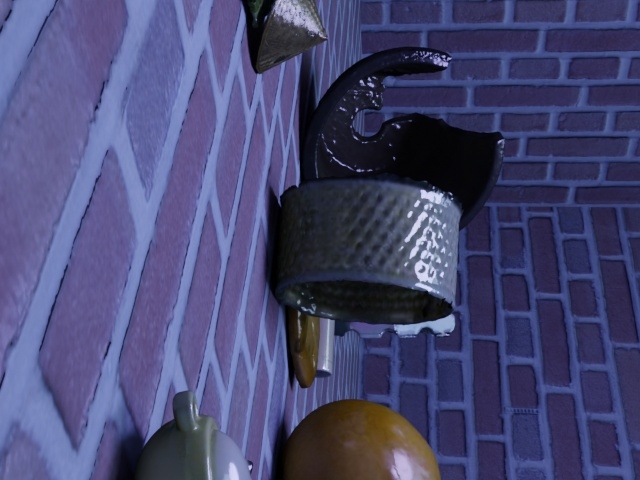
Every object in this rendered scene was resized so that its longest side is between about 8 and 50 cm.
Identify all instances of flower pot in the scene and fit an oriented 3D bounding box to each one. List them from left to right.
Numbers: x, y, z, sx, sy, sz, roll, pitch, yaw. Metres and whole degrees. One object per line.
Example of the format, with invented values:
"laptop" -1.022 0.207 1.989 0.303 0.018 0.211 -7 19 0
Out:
"flower pot" 0.112 -0.182 1.822 0.251 0.380 0.379 -128 -147 -62

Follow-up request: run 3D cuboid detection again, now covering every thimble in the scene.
"thimble" 0.067 0.020 1.398 0.271 0.271 0.150 74 20 -72

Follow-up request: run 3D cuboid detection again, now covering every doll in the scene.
"doll" -0.072 0.246 0.715 0.141 0.117 0.296 -82 171 -72

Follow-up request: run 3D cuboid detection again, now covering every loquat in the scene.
"loquat" 0.048 0.365 1.445 0.263 0.263 0.263 1 90 -85

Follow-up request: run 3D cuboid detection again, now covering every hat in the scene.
"hat" -0.021 -0.259 1.204 0.146 0.067 0.146 24 90 -86

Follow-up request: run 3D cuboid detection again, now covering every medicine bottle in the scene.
"medicine bottle" -0.003 0.122 1.732 0.059 0.059 0.230 78 15 -67

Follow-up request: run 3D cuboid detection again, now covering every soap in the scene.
"soap" 0.125 0.115 1.965 0.446 0.262 0.156 55 35 -86

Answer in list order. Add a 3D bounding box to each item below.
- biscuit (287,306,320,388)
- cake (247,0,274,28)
"biscuit" -0.024 0.110 1.603 0.203 0.041 0.259 40 49 -83
"cake" -0.067 -0.369 1.171 0.100 0.099 0.235 83 30 -68
